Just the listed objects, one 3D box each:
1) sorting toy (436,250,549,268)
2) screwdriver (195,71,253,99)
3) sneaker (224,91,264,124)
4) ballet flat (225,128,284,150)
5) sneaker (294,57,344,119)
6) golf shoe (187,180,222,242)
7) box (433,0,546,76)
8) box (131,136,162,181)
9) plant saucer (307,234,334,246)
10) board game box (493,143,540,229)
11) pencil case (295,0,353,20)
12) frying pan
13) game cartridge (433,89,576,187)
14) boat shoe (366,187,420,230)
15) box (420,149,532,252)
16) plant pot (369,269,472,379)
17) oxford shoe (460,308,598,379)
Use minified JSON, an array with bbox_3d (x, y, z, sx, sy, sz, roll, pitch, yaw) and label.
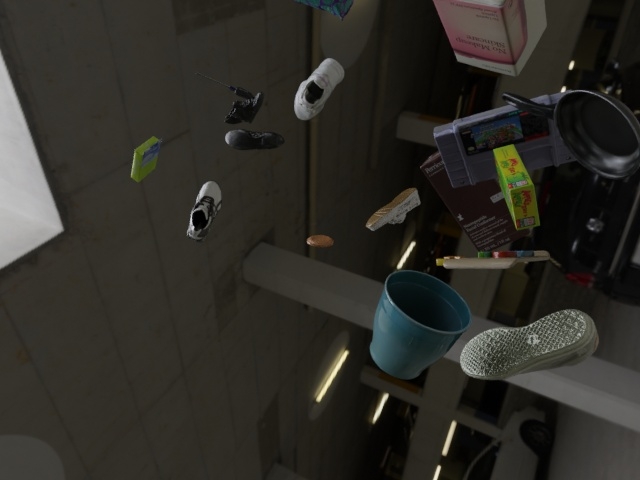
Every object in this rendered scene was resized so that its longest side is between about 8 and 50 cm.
[{"bbox_3d":[0.460,0.048,1.381,0.229,0.307,0.041,-6,-88,-42],"label":"sorting toy"},{"bbox_3d":[-0.270,-0.443,1.361,0.025,0.170,0.024,-65,8,-13],"label":"screwdriver"},{"bbox_3d":[-0.266,-0.464,1.680,0.170,0.089,0.051,-48,31,46],"label":"sneaker"},{"bbox_3d":[-0.179,-0.267,1.294,0.049,0.173,0.057,-7,-75,-68],"label":"ballet flat"},{"bbox_3d":[-0.037,-0.504,1.672,0.152,0.114,0.305,-54,7,-29],"label":"sneaker"},{"bbox_3d":[-0.334,-0.094,1.413,0.094,0.077,0.198,133,149,-68],"label":"golf shoe"},{"bbox_3d":[0.334,-0.447,0.937,0.127,0.148,0.232,-61,-31,2],"label":"box"},{"bbox_3d":[-0.659,-0.312,1.818,0.109,0.042,0.178,-57,3,-41],"label":"box"},{"bbox_3d":[0.000,0.000,1.486,0.083,0.083,0.013,-34,-48,-59],"label":"plant saucer"},{"bbox_3d":[0.388,-0.110,0.957,0.181,0.043,0.092,-78,-31,-55],"label":"board game box"},{"bbox_3d":[0.007,-0.633,1.260,0.064,0.151,0.070,-61,-14,-11],"label":"pencil case"},{"bbox_3d":[0.516,-0.224,0.977,0.053,0.326,0.197,-35,-68,-2],"label":"frying pan"},{"bbox_3d":[0.514,-0.268,1.329,0.230,0.355,0.068,48,-142,-48],"label":"game cartridge"},{"bbox_3d":[0.315,-0.111,2.003,0.277,0.098,0.096,-36,-72,-16],"label":"boat shoe"},{"bbox_3d":[0.532,-0.160,1.621,0.191,0.381,0.143,-32,6,37],"label":"box"},{"bbox_3d":[0.278,0.274,1.466,0.271,0.271,0.255,-38,-27,-56],"label":"plant pot"},{"bbox_3d":[0.615,0.330,1.436,0.449,0.130,0.169,-34,38,44],"label":"oxford shoe"}]
